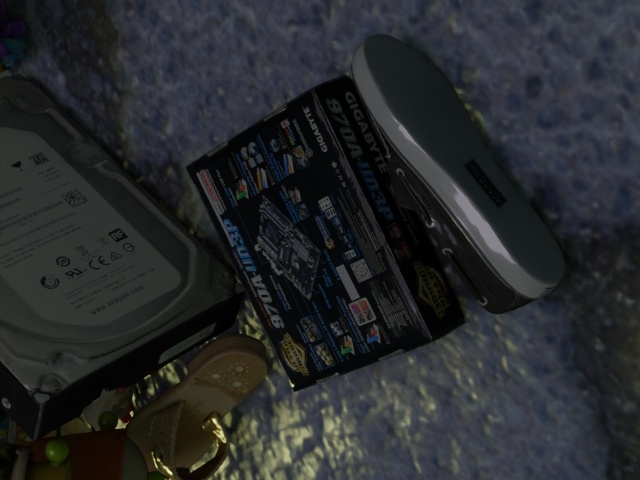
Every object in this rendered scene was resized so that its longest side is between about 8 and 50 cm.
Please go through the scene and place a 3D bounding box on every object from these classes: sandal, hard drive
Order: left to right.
[{"bbox_3d":[-0.264,-0.003,1.194,0.339,0.237,0.064,42,137,22],"label":"hard drive"},{"bbox_3d":[-0.122,0.185,1.237,0.240,0.088,0.079,-52,30,38],"label":"sandal"}]

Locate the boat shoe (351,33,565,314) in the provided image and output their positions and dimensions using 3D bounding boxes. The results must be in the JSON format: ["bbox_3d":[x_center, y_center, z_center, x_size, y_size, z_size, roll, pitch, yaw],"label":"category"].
[{"bbox_3d":[0.087,-0.044,0.979,0.228,0.080,0.076,52,133,3],"label":"boat shoe"}]

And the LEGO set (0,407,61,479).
[{"bbox_3d":[-0.369,0.193,1.238,0.192,0.331,0.255,2,110,6],"label":"LEGO set"}]

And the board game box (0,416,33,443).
[{"bbox_3d":[-0.437,0.233,1.336,0.086,0.308,0.302,-13,126,24],"label":"board game box"}]

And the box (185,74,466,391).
[{"bbox_3d":[0.000,0.000,1.088,0.175,0.051,0.220,-27,89,45],"label":"box"}]

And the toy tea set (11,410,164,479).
[{"bbox_3d":[-0.206,0.322,1.193,0.124,0.200,0.336,2,100,-5],"label":"toy tea set"}]

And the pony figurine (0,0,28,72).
[{"bbox_3d":[-0.372,-0.283,1.147,0.303,0.363,0.351,42,115,31],"label":"pony figurine"}]

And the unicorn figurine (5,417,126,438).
[{"bbox_3d":[-0.240,0.230,1.408,0.162,0.060,0.111,-17,91,30],"label":"unicorn figurine"}]

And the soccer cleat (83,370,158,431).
[{"bbox_3d":[-0.201,0.118,1.313,0.076,0.068,0.196,53,137,17],"label":"soccer cleat"}]
